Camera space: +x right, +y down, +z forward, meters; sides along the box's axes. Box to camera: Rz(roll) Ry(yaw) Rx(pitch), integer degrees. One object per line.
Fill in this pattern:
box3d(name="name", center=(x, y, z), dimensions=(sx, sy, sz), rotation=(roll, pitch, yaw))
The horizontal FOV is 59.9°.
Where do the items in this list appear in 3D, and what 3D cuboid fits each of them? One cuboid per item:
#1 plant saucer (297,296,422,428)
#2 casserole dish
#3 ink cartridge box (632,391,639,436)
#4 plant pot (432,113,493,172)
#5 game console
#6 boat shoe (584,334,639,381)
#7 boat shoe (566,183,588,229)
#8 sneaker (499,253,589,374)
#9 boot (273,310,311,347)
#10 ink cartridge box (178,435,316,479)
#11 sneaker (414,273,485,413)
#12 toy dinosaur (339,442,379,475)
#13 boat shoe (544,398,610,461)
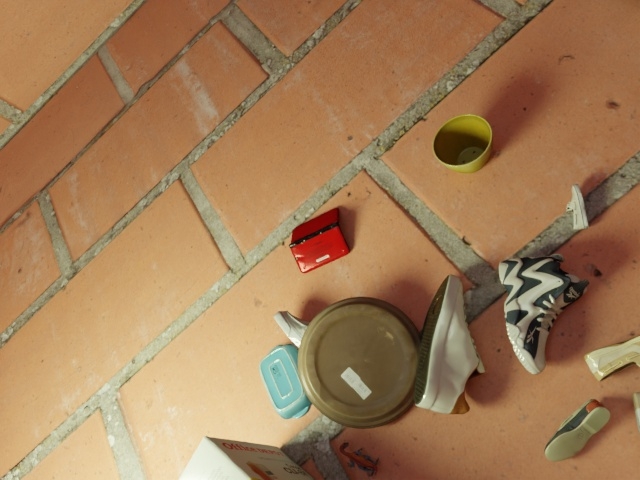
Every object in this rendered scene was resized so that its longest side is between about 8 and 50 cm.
box3d(name="plant saucer", center=(0.087, 0.254, 1.178), dimensions=(0.277, 0.041, 0.278), rotation=(-2, 75, 6))
box3d(name="casserole dish", center=(-0.085, 0.328, 1.312), dimensions=(0.114, 0.037, 0.188), rotation=(-37, 54, 10))
box3d(name="ink cartridge box", center=(0.612, 0.352, 0.856), dimensions=(0.193, 0.088, 0.235), rotation=(-11, 64, 25))
box3d(name="plant pot", center=(0.337, -0.206, 1.275), dimensions=(0.134, 0.095, 0.134), rotation=(-13, 61, 25))
box3d(name="game console", center=(0.000, 0.000, 1.429), dimensions=(0.144, 0.085, 0.124), rotation=(-25, 88, 19))
box3d(name="boat shoe", center=(0.560, 0.203, 0.976), dimensions=(0.170, 0.063, 0.059), rotation=(-29, 58, 28))
box3d(name="boat shoe", center=(0.523, -0.069, 1.140), dimensions=(0.035, 0.035, 0.100), rotation=(-11, 69, 23))
box3d(name="sneaker", center=(0.438, 0.128, 1.058), dimensions=(0.153, 0.094, 0.235), rotation=(-20, 49, 31))
box3d(name="boot", center=(0.012, 0.218, 1.283), dimensions=(0.258, 0.095, 0.123), rotation=(40, 85, 29))
box3d(name="ink cartridge box", center=(-0.063, 0.548, 1.043), dimensions=(0.384, 0.279, 0.160), rotation=(25, 81, 36))
box3d(name="sneaker", center=(0.275, 0.213, 1.135), dimensions=(0.123, 0.106, 0.290), rotation=(18, 63, -2))
box3d(name="toy dinosaur", center=(0.078, 0.444, 1.144), dimensions=(0.082, 0.090, 0.047), rotation=(27, 64, 5))
box3d(name="boat shoe", center=(0.451, 0.337, 0.988), dimensions=(0.137, 0.049, 0.043), rotation=(-46, 11, 7))
